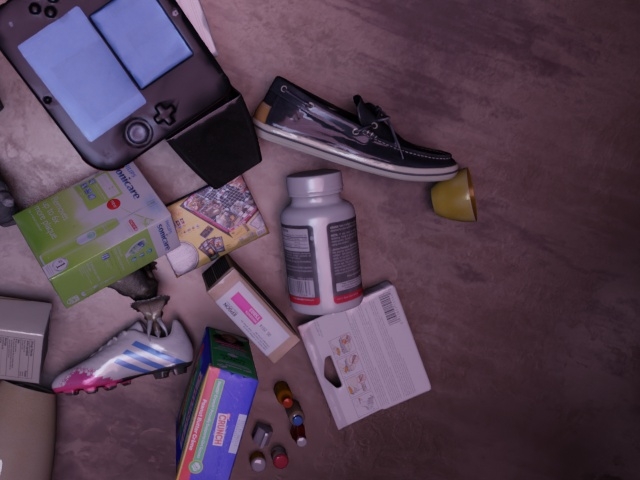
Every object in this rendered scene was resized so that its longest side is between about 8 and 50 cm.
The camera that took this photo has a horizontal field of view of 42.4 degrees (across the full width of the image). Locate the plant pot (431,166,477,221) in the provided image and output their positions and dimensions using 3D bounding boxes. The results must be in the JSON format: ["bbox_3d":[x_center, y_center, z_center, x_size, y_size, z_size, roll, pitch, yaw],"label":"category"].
[{"bbox_3d":[0.322,-0.103,2.006,0.095,0.134,0.134,-10,103,16],"label":"plant pot"}]

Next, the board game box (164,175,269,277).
[{"bbox_3d":[-0.264,-0.040,1.939,0.243,0.042,0.165,-26,104,-5],"label":"board game box"}]

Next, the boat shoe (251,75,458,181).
[{"bbox_3d":[0.094,-0.250,1.901,0.499,0.187,0.156,16,102,-8],"label":"boat shoe"}]

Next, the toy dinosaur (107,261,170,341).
[{"bbox_3d":[-0.446,0.078,1.864,0.313,0.160,0.121,42,90,-16],"label":"toy dinosaur"}]

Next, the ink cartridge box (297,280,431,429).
[{"bbox_3d":[0.107,0.284,2.055,0.261,0.066,0.296,-22,103,-6],"label":"ink cartridge box"}]

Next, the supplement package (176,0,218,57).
[{"bbox_3d":[-0.390,-0.433,1.776,0.292,0.175,0.178,-20,105,-7],"label":"supplement package"}]

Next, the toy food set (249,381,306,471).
[{"bbox_3d":[-0.097,0.478,2.030,0.111,0.104,0.232,22,95,-14],"label":"toy food set"}]

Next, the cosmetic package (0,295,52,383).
[{"bbox_3d":[-0.765,0.207,1.824,0.309,0.113,0.160,10,125,-14],"label":"cosmetic package"}]

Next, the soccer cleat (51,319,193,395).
[{"bbox_3d":[-0.465,0.271,1.934,0.331,0.116,0.143,-11,81,-8],"label":"soccer cleat"}]

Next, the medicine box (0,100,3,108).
[{"bbox_3d":[-0.861,-0.343,1.716,0.289,0.149,0.264,-21,103,-6],"label":"medicine box"}]

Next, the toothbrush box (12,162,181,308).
[{"bbox_3d":[-0.480,-0.021,1.782,0.283,0.206,0.122,-29,148,-17],"label":"toothbrush box"}]

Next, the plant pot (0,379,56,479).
[{"bbox_3d":[-0.702,0.461,1.859,0.256,0.256,0.274,20,80,-14],"label":"plant pot"}]

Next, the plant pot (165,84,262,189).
[{"bbox_3d":[-0.233,-0.228,1.849,0.188,0.187,0.167,-33,117,-4],"label":"plant pot"}]

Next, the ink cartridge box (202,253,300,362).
[{"bbox_3d":[-0.165,0.153,1.914,0.088,0.193,0.235,-41,104,-2],"label":"ink cartridge box"}]

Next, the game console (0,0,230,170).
[{"bbox_3d":[-0.419,-0.371,1.661,0.342,0.060,0.387,-35,107,-2],"label":"game console"}]

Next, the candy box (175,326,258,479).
[{"bbox_3d":[-0.241,0.373,1.874,0.122,0.317,0.268,16,96,-13],"label":"candy box"}]

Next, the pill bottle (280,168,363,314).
[{"bbox_3d":[0.000,0.000,1.927,0.176,0.176,0.319,-8,101,-9],"label":"pill bottle"}]

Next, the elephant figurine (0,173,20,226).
[{"bbox_3d":[-0.779,-0.057,1.762,0.239,0.186,0.169,-26,69,-18],"label":"elephant figurine"}]
